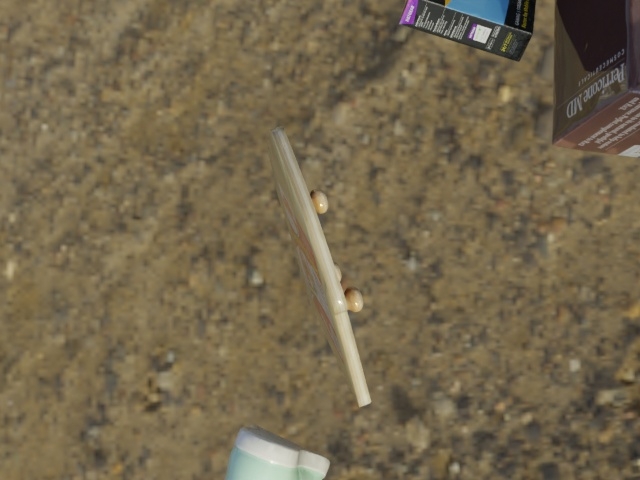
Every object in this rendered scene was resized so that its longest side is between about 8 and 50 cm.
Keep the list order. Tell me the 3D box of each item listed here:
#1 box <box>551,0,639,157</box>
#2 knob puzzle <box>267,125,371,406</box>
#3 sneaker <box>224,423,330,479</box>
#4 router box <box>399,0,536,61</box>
[{"bbox_3d":[0.328,-0.291,1.380,0.191,0.143,0.381,137,136,-72],"label":"box"},{"bbox_3d":[0.000,0.000,1.036,0.213,0.030,0.213,162,90,-85],"label":"knob puzzle"},{"bbox_3d":[-0.068,0.280,1.466,0.094,0.256,0.151,22,85,14],"label":"sneaker"},{"bbox_3d":[0.161,-0.277,1.453,0.046,0.133,0.179,111,173,-47],"label":"router box"}]
